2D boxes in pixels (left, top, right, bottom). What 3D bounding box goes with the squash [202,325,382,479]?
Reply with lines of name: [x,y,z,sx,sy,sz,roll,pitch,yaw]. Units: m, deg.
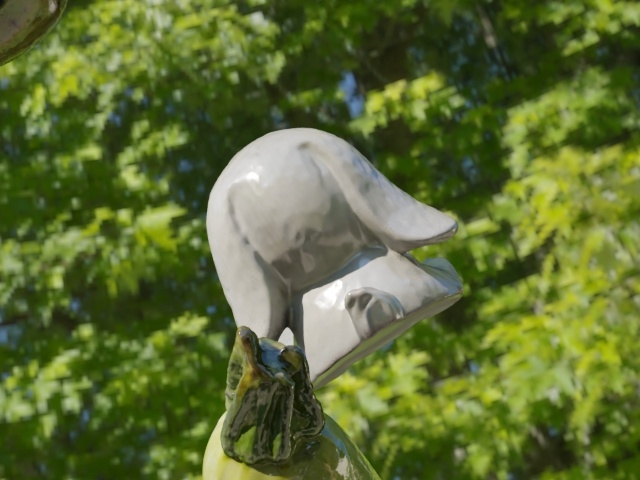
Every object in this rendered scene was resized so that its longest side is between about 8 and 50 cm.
squash: [-0.021,0.165,0.864,0.137,0.137,0.287,-22,-44,8]

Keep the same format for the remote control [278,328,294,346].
remote control: [-0.046,0.141,2.037,0.087,0.190,0.029,-31,-63,19]

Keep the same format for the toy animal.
toy animal: [0.000,0.000,1.628,0.271,0.265,0.206,-31,-8,4]

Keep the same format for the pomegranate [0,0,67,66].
pomegranate: [-0.285,-0.218,1.279,0.159,0.190,0.241,-2,-41,5]
